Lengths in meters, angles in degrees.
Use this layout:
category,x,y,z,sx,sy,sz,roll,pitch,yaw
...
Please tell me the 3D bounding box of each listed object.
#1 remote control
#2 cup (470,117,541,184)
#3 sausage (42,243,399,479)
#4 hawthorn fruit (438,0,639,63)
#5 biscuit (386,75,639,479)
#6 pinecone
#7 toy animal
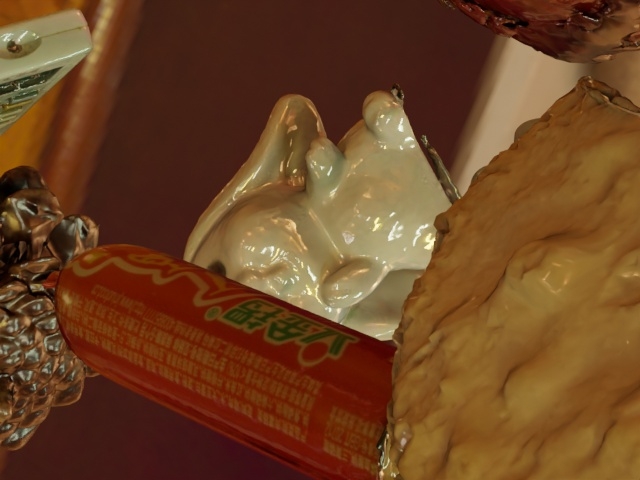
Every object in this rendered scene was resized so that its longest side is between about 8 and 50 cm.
category,x,y,z,sx,sy,sz,roll,pitch,yaw
remote control,-0.324,-0.133,1.819,0.145,0.344,0.050,-20,87,-25
cup,0.173,-0.017,1.493,0.095,0.128,0.129,80,13,-59
sausage,-0.043,0.057,0.928,0.083,0.264,0.083,-23,122,-42
hawthorn fruit,0.150,-0.262,1.081,0.316,0.316,0.316,-27,131,-37
biscuit,0.111,0.055,0.652,0.179,0.281,0.084,-45,127,0
pinecone,-0.230,0.034,1.202,0.208,0.208,0.208,-27,131,-37
toy animal,0.006,-0.019,1.875,0.289,0.174,0.249,-9,96,-2
